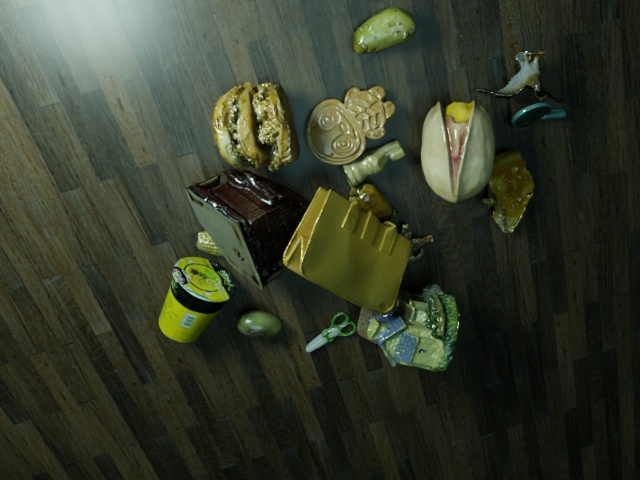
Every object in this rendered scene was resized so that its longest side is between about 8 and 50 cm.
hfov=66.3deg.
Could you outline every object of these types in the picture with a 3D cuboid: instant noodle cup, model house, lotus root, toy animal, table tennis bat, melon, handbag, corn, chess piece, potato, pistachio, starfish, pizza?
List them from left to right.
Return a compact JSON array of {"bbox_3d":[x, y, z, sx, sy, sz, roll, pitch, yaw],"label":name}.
[{"bbox_3d":[-0.419,0.204,1.606,0.215,0.215,0.236,26,114,-16],"label":"instant noodle cup"},{"bbox_3d":[-0.261,0.025,1.609,0.288,0.086,0.087,10,110,-10],"label":"corn"},{"bbox_3d":[-0.192,-0.075,1.512,0.282,0.317,0.297,-39,147,-30],"label":"model house"},{"bbox_3d":[-0.209,0.295,1.716,0.162,0.099,0.099,11,110,-15],"label":"melon"},{"bbox_3d":[0.100,0.036,1.518,0.401,0.133,0.283,29,84,-33],"label":"handbag"},{"bbox_3d":[0.168,-0.251,1.545,0.200,0.090,0.090,-28,113,3],"label":"chess piece"},{"bbox_3d":[0.180,-0.114,1.602,0.190,0.095,0.108,32,140,-23],"label":"lotus root"},{"bbox_3d":[0.181,-0.598,1.408,0.188,0.085,0.105,-24,92,7],"label":"potato"},{"bbox_3d":[0.281,0.268,1.658,0.266,0.321,0.261,11,104,-10],"label":"model house"},{"bbox_3d":[0.291,0.005,1.695,0.209,0.053,0.150,-9,125,-8],"label":"starfish"},{"bbox_3d":[0.415,-0.268,1.493,0.229,0.230,0.309,-8,116,-4],"label":"pistachio"},{"bbox_3d":[0.626,-0.162,1.647,0.189,0.071,0.297,-33,116,-7],"label":"pizza"},{"bbox_3d":[0.619,-0.481,1.461,0.272,0.197,0.160,-4,109,-1],"label":"toy animal"},{"bbox_3d":[0.696,-0.398,1.553,0.201,0.124,0.033,-7,72,-21],"label":"table tennis bat"}]

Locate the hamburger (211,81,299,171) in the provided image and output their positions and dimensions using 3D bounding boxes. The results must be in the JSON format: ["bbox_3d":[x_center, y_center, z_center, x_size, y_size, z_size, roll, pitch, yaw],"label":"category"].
[{"bbox_3d":[-0.177,-0.329,1.388,0.211,0.260,0.245,-8,82,12],"label":"hamburger"}]

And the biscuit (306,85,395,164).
[{"bbox_3d":[0.091,-0.352,1.489,0.288,0.044,0.202,-29,93,6],"label":"biscuit"}]

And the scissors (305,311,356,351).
[{"bbox_3d":[0.029,0.346,1.802,0.204,0.027,0.101,-35,111,6],"label":"scissors"}]
